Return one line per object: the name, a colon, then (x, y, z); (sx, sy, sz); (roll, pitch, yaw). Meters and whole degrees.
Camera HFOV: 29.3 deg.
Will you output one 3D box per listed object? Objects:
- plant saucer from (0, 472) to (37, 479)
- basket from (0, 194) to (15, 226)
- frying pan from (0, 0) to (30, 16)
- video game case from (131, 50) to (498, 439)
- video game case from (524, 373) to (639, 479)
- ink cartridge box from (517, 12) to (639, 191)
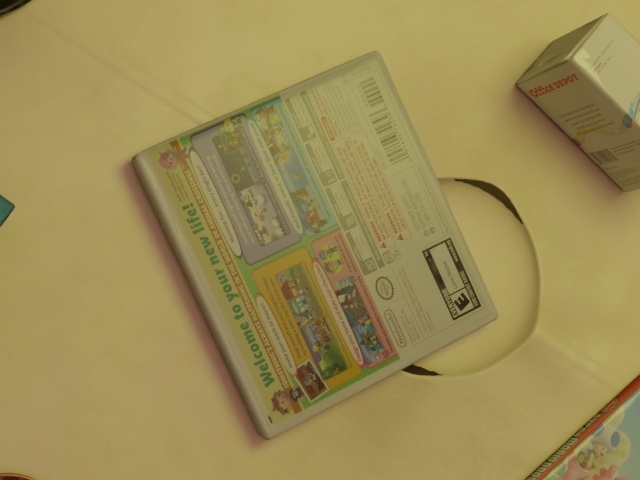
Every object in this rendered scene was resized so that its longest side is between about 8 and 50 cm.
plant saucer: (-0.201, 0.189, 0.778); (0.083, 0.013, 0.083); (2, 84, -16)
basket: (-0.271, 0.098, 0.647); (0.201, 0.255, 0.289); (35, 95, -9)
frying pan: (-0.266, -0.181, 0.752); (0.197, 0.053, 0.326); (36, 72, -28)
video game case: (0.000, 0.000, 0.852); (0.193, 0.023, 0.212); (-26, 94, -18)
video game case: (0.236, 0.234, 0.903); (0.285, 0.025, 0.204); (-38, 97, -17)
ink cartridge box: (0.215, -0.098, 0.892); (0.122, 0.088, 0.052); (42, 75, -10)
